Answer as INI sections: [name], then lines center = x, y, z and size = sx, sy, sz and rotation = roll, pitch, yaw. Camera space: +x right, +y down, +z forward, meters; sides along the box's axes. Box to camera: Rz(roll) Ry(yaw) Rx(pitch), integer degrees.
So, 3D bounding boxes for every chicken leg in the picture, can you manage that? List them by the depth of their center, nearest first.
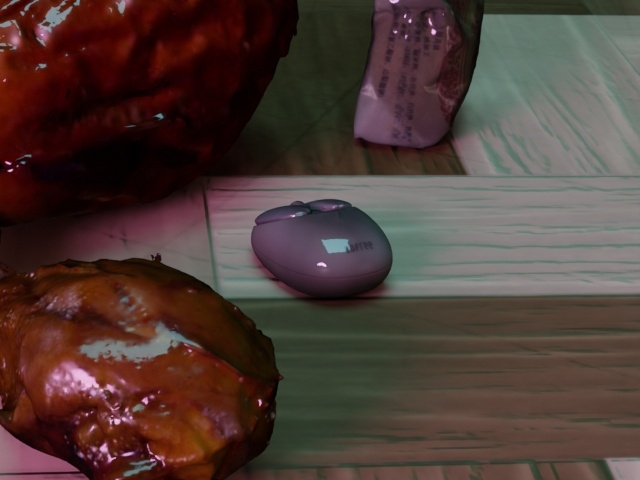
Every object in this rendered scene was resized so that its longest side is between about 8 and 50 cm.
[chicken leg]
center = -0.138, 0.037, 0.825
size = 0.113, 0.093, 0.304
rotation = -30, 35, -32

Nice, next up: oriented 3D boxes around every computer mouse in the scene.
[computer mouse]
center = 0.000, -0.002, 0.966
size = 0.066, 0.039, 0.096
rotation = -10, 27, -26

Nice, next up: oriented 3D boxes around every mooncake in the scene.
[mooncake]
center = 0.070, -0.136, 1.161
size = 0.073, 0.125, 0.130
rotation = 11, 29, 5

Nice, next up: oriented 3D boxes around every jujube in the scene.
[jujube]
center = -0.129, -0.118, 1.025
size = 0.197, 0.197, 0.290
rotation = 16, 34, 27
